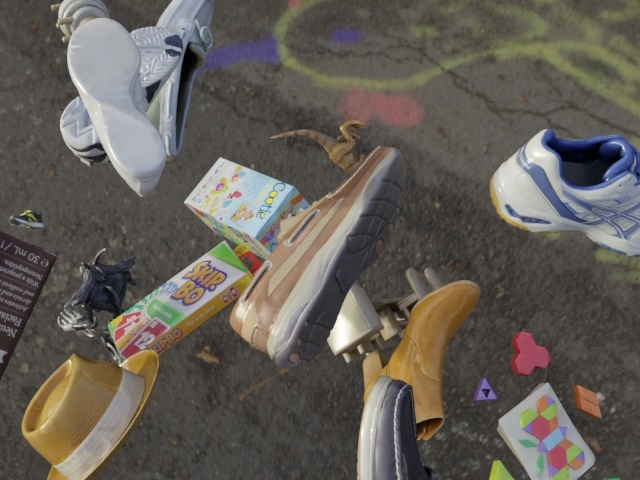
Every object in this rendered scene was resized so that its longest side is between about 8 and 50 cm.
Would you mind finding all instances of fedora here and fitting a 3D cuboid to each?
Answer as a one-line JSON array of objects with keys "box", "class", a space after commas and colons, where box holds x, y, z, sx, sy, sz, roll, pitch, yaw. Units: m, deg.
[{"box": [-0.250, 0.175, 0.797, 0.079, 0.194, 0.194, 43, 63, -19], "class": "fedora"}]

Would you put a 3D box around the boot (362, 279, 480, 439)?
[{"box": [0.193, 0.226, 1.340, 0.104, 0.295, 0.211, 33, 24, -29], "class": "boot"}]

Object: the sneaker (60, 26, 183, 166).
[{"box": [-0.292, -0.203, 1.147, 0.094, 0.153, 0.235, 28, 69, -2], "class": "sneaker"}]

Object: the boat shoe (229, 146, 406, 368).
[{"box": [0.000, 0.000, 0.947, 0.116, 0.123, 0.324, 21, 61, 25], "class": "boat shoe"}]

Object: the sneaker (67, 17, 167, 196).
[{"box": [-0.232, -0.147, 0.867, 0.080, 0.094, 0.212, -14, 72, -17], "class": "sneaker"}]

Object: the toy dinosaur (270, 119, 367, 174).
[{"box": [0.031, -0.158, 1.318, 0.211, 0.064, 0.112, 40, 60, -23], "class": "toy dinosaur"}]

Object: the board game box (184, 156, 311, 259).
[{"box": [-0.151, -0.063, 1.724, 0.275, 0.142, 0.144, 25, 73, 44], "class": "board game box"}]

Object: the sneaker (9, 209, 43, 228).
[{"box": [-0.590, -0.045, 1.529, 0.031, 0.083, 0.035, -7, 79, 19], "class": "sneaker"}]

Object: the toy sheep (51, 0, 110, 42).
[{"box": [-0.397, -0.371, 1.277, 0.091, 0.091, 0.132, -22, 49, -13], "class": "toy sheep"}]

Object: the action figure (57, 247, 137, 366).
[{"box": [-0.413, 0.126, 1.453, 0.141, 0.275, 0.164, 15, 43, 33], "class": "action figure"}]

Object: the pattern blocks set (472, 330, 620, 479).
[{"box": [0.402, 0.355, 1.356, 0.325, 0.026, 0.285, 47, 63, -4], "class": "pattern blocks set"}]

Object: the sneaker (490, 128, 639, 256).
[{"box": [0.363, -0.060, 0.929, 0.296, 0.131, 0.112, 5, 59, -15], "class": "sneaker"}]

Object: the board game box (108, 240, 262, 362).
[{"box": [-0.213, 0.095, 1.219, 0.259, 0.039, 0.124, -34, 34, -9], "class": "board game box"}]

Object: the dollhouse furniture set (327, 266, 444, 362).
[{"box": [0.095, 0.117, 1.488, 0.242, 0.212, 0.161, 2, 56, -54], "class": "dollhouse furniture set"}]

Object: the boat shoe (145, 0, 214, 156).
[{"box": [-0.243, -0.293, 1.325, 0.103, 0.118, 0.320, 16, 69, 7], "class": "boat shoe"}]

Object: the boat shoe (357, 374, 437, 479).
[{"box": [0.093, 0.273, 0.742, 0.092, 0.103, 0.285, -3, 90, 23], "class": "boat shoe"}]

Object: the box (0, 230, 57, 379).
[{"box": [-0.533, 0.147, 1.008, 0.143, 0.191, 0.381, 11, 75, 40], "class": "box"}]
